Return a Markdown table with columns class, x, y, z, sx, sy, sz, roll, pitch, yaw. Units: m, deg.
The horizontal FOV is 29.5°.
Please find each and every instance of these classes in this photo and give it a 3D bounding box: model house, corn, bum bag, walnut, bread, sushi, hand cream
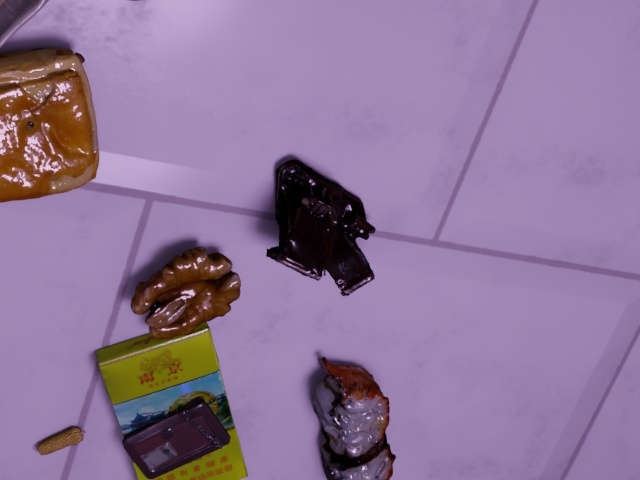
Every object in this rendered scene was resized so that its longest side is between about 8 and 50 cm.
| class | x | y | z | sx | sy | sz | roll | pitch | yaw |
| --- | --- | --- | --- | --- | --- | --- | --- | --- | --- |
| model house | 0.010 | -0.005 | 1.878 | 0.203 | 0.164 | 0.141 | 22 | 115 | -32 |
| corn | -0.425 | 0.330 | 2.000 | 0.083 | 0.027 | 0.028 | -24 | 127 | -3 |
| bum bag | -0.240 | 0.330 | 2.018 | 0.159 | 0.026 | 0.109 | -25 | 125 | 3 |
| walnut | -0.211 | 0.076 | 1.901 | 0.170 | 0.069 | 0.143 | -29 | 127 | 0 |
| bread | -0.425 | -0.148 | 1.667 | 0.235 | 0.099 | 0.210 | -12 | 123 | -13 |
| sushi | 0.056 | 0.339 | 2.123 | 0.130 | 0.124 | 0.332 | -17 | 126 | -19 |
| hand cream | -0.401 | -0.312 | 1.611 | 0.165 | 0.037 | 0.057 | -41 | 83 | 5 |

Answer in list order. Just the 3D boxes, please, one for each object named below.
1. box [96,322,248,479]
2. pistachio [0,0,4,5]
| class | x | y | z | sx | sy | sz | roll | pitch | yaw |
| --- | --- | --- | --- | --- | --- | --- | --- | --- | --- |
| box | -0.243 | 0.294 | 2.034 | 0.187 | 0.047 | 0.335 | -17 | 123 | -9 |
| pistachio | -0.500 | -0.319 | 1.516 | 0.215 | 0.144 | 0.144 | -20 | 126 | -26 |
